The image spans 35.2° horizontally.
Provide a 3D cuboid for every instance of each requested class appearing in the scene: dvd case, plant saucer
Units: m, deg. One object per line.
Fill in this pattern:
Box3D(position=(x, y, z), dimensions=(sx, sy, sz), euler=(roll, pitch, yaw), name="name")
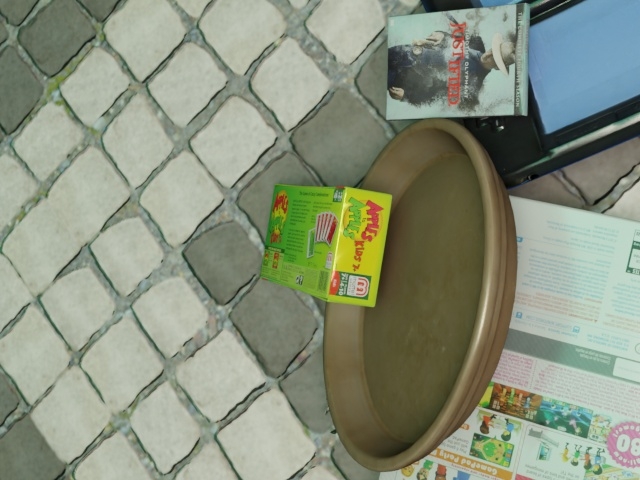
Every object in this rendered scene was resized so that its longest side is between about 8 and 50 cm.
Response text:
Box3D(position=(0.107, -0.140, 0.800), dimensions=(0.119, 0.013, 0.087), euler=(3, 92, 31), name="dvd case")
Box3D(position=(0.073, 0.042, 0.791), dimensions=(0.278, 0.041, 0.278), euler=(-168, 90, -69), name="plant saucer")

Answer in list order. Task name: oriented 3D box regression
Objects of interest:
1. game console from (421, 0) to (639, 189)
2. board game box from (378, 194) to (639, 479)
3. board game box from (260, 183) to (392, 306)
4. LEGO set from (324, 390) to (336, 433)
Box3D(position=(0.208, -0.221, 0.779), dimensions=(0.293, 0.173, 0.250), euler=(-24, 47, 22), name="game console")
Box3D(position=(0.185, 0.126, 0.820), dimensions=(0.224, 0.097, 0.303), euler=(14, 91, 26), name="board game box")
Box3D(position=(0.000, 0.000, 0.880), dimensions=(0.181, 0.043, 0.092), euler=(-170, 89, -69), name="board game box")
Box3D(position=(0.035, 0.167, 0.930), dimensions=(0.054, 0.023, 0.083), euler=(-26, 90, 23), name="LEGO set")
